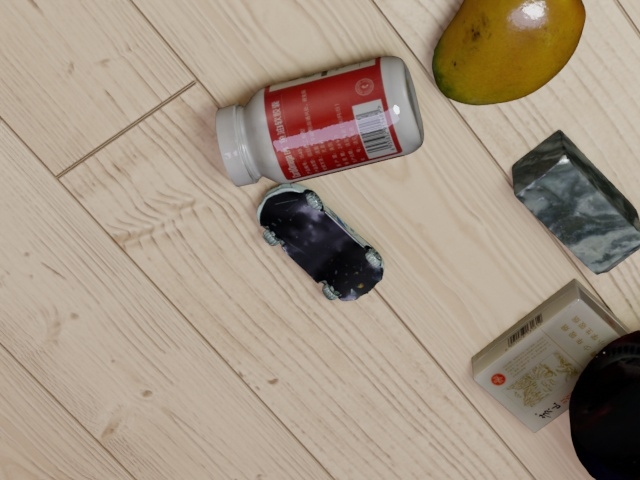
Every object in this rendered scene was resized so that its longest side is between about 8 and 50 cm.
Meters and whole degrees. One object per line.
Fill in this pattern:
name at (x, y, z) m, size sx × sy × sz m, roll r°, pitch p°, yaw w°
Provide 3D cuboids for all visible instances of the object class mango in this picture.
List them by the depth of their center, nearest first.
mango at (0.236, -0.251, 1.908) m, size 0.151 × 0.120 × 0.221 m, roll 27°, pitch 125°, yaw -9°

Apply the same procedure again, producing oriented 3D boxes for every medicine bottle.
medicine bottle at (0.000, -0.149, 1.970) m, size 0.250 × 0.131 × 0.131 m, roll -13°, pitch 119°, yaw 11°
medicine bottle at (0.522, 0.301, 2.125) m, size 0.242 × 0.242 × 0.395 m, roll -30°, pitch 133°, yaw 19°

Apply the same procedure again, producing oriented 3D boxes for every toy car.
toy car at (0.000, 0.000, 2.099) m, size 0.095 × 0.056 × 0.205 m, roll -39°, pitch 108°, yaw 22°

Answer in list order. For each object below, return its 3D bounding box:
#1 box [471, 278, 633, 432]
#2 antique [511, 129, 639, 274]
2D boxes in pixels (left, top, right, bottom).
box at (0.332, 0.165, 2.177) m, size 0.141 × 0.058 × 0.201 m, roll 40°, pitch 114°, yaw -19°
antique at (0.345, -0.045, 2.038) m, size 0.088 × 0.086 × 0.183 m, roll -38°, pitch 112°, yaw 22°
